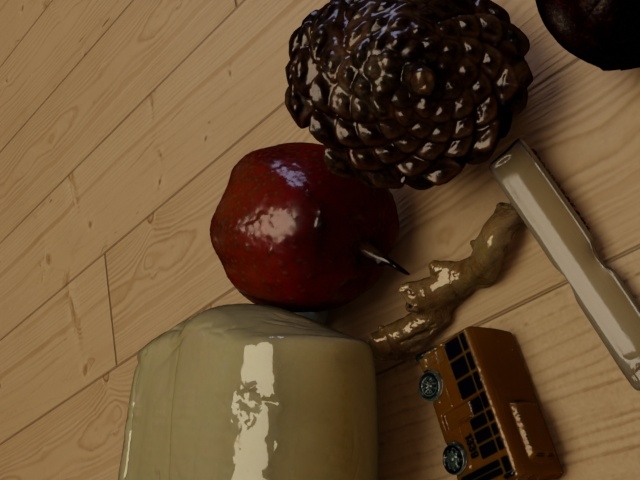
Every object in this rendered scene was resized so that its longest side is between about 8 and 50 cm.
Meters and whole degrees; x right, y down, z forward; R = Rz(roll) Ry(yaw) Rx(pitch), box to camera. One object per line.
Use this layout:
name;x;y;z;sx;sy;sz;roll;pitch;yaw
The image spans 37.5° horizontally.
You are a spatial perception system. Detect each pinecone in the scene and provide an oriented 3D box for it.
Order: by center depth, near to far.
pinecone;0.103;-0.200;1.186;0.296;0.298;0.242;-98;-4;-55

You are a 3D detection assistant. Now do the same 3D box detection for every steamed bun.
steamed bun;-0.084;0.276;1.281;0.456;0.289;0.371;-9;74;58

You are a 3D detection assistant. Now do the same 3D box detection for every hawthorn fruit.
hawthorn fruit;0.000;0.000;1.292;0.300;0.254;0.254;28;104;32

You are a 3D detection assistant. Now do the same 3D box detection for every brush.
brush;0.300;0.021;1.084;0.060;0.050;0.321;-44;59;31

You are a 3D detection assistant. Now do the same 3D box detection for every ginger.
ginger;0.161;0.056;1.212;0.089;0.075;0.288;38;116;1

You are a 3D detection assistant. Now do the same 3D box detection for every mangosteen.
mangosteen;0.328;-0.278;0.993;0.210;0.209;0.210;-13;73;47

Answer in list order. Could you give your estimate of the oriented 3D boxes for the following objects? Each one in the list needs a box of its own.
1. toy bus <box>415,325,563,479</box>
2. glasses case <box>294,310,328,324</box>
toy bus;0.202;0.210;1.114;0.114;0.098;0.201;-40;53;37
glasses case;-0.039;0.065;1.456;0.067;0.045;0.178;-51;49;30
